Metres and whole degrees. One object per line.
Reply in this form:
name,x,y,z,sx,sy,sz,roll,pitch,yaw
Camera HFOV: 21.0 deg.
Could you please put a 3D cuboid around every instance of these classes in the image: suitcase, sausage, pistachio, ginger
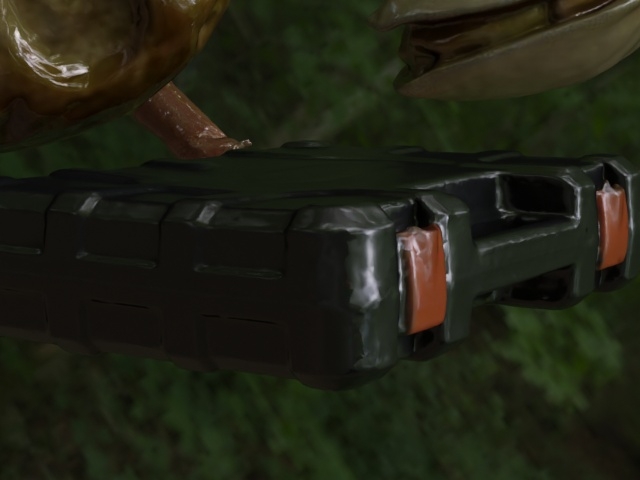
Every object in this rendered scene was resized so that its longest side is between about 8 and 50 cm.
suitcase,0.000,-0.001,0.744,0.206,0.285,0.066,5,-81,31
sausage,-0.095,-0.081,1.139,0.036,0.042,0.158,25,10,-42
pistachio,0.142,-0.162,1.172,0.152,0.223,0.126,24,-44,66
ginger,-0.147,-0.157,0.842,0.274,0.357,0.152,15,-45,40
